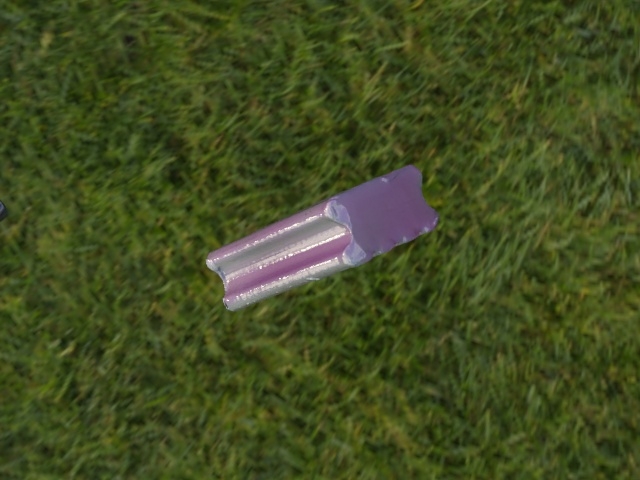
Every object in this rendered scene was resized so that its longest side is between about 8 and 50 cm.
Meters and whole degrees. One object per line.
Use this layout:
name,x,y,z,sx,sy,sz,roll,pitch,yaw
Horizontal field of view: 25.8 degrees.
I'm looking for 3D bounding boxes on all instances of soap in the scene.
soap,0.000,0.000,1.291,0.203,0.122,0.066,-23,91,48

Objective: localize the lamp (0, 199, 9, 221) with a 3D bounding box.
lamp,-0.622,-0.161,1.897,0.205,0.272,0.374,-41,71,-17
